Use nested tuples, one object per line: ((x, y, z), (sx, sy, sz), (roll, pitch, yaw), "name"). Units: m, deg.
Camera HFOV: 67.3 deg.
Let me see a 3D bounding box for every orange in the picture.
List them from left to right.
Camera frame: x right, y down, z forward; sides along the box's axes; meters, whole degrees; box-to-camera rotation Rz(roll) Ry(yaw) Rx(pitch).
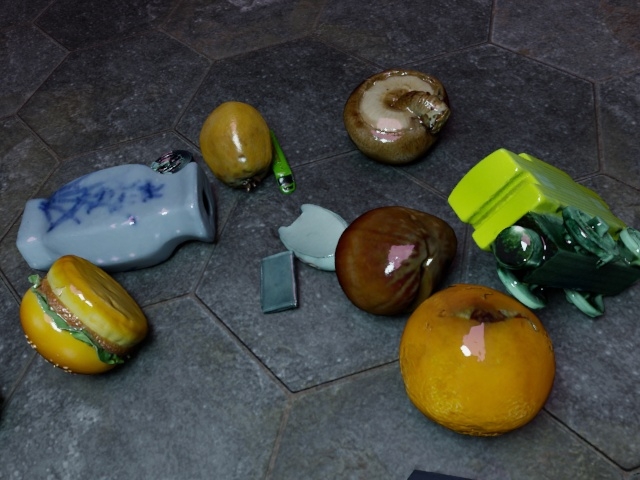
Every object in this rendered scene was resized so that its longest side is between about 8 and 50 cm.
((0.254, 0.191, 0.791), (0.246, 0.246, 0.246), (-4, 55, 5), "orange")

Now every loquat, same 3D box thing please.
((-0.207, -0.232, 1.191), (0.176, 0.187, 0.234), (-13, 85, -5), "loquat")

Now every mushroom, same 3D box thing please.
((0.200, -0.312, 1.211), (0.278, 0.163, 0.297), (27, 62, 34), "mushroom")

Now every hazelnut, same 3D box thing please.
((0.154, 0.032, 0.937), (0.251, 0.217, 0.217), (-19, 52, -31), "hazelnut")

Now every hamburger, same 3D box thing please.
((-0.467, 0.155, 0.928), (0.170, 0.246, 0.246), (-46, 60, -6), "hamburger")

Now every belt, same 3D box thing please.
((-0.391, -0.183, 1.264), (0.140, 0.058, 0.105), (-38, 55, -17), "belt")

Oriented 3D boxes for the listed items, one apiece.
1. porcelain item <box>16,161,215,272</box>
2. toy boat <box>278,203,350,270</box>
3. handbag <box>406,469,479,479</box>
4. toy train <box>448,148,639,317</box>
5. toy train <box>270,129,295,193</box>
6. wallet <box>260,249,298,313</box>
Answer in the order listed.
((-0.455, -0.045, 1.103), (0.405, 0.178, 0.243), (-12, 55, 3), "porcelain item")
((0.000, 0.000, 1.080), (0.207, 0.079, 0.134), (29, 65, 37), "toy boat")
((0.180, 0.420, 0.583), (0.329, 0.303, 0.122), (-8, 94, 37), "handbag")
((0.420, -0.015, 0.856), (0.442, 0.179, 0.272), (10, 44, -39), "toy train")
((-0.113, -0.209, 1.251), (0.044, 0.042, 0.209), (-20, 54, -6), "toy train")
((-0.090, 0.090, 1.034), (0.088, 0.026, 0.129), (-16, 61, 20), "wallet")
